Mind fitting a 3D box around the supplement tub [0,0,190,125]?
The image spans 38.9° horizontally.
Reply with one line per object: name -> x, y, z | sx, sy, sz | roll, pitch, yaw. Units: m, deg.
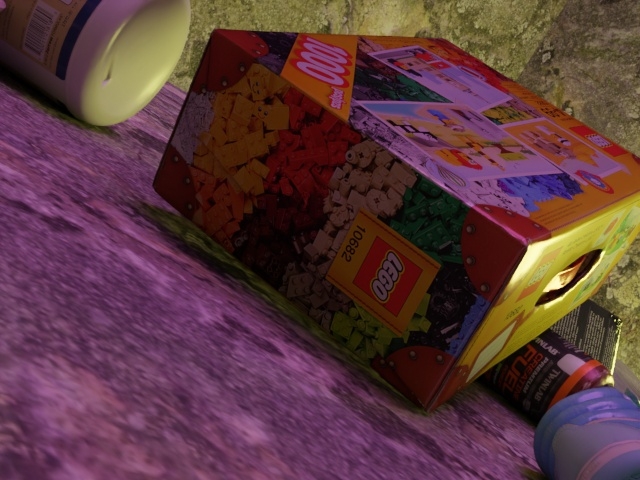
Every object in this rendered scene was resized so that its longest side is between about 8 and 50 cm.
supplement tub -> -0.357, -0.321, 1.202 | 0.316, 0.228, 0.228 | 34, 6, 11

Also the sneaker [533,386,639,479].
sneaker -> 0.332, 0.230, 0.811 | 0.319, 0.127, 0.208 | 32, 8, -15

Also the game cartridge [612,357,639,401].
game cartridge -> 0.473, 0.253, 1.416 | 0.230, 0.068, 0.355 | 39, 12, -20

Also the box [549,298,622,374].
box -> 0.308, 0.127, 1.311 | 0.207, 0.108, 0.153 | 28, -20, -31

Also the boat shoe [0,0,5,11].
boat shoe -> -0.467, -0.278, 0.946 | 0.116, 0.097, 0.324 | 53, 12, 11

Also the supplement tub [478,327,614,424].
supplement tub -> 0.279, 0.169, 1.102 | 0.198, 0.106, 0.106 | 36, 7, 35

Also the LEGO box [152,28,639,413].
LEGO box -> 0.129, -0.064, 1.021 | 0.372, 0.193, 0.500 | 37, 28, 22
